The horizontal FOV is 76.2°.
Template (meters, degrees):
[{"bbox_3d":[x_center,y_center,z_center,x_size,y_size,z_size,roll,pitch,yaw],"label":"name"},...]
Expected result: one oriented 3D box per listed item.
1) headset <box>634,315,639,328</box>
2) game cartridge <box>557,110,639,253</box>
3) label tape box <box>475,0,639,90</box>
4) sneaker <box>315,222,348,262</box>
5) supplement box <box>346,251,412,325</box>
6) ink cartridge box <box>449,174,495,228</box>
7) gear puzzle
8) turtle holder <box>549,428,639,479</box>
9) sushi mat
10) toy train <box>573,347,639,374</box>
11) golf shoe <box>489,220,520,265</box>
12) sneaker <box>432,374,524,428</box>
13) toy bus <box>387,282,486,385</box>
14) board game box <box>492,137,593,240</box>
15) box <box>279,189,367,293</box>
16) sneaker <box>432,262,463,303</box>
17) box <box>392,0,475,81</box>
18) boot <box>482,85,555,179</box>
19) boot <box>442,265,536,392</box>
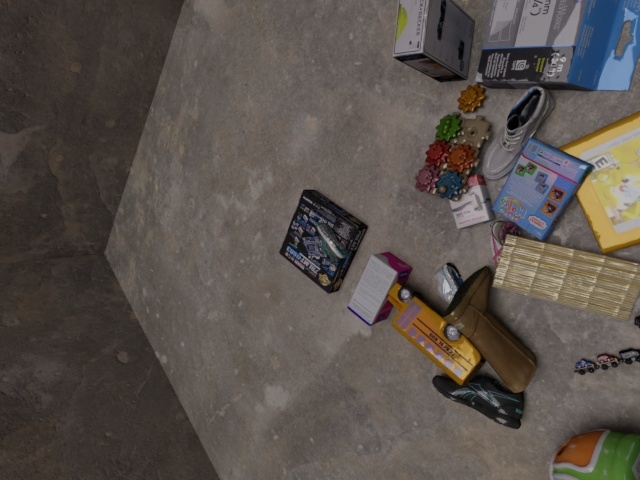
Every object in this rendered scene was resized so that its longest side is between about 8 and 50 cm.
[{"bbox_3d":[0.875,0.255,0.821,0.393,0.185,0.244,18,110,22],"label":"headset"},{"bbox_3d":[0.753,-0.155,0.911,0.323,0.052,0.286,-27,77,40],"label":"game cartridge"},{"bbox_3d":[0.579,-0.499,0.990,0.333,0.105,0.241,18,107,38],"label":"label tape box"},{"bbox_3d":[0.024,0.011,1.454,0.076,0.064,0.167,-49,64,36],"label":"sneaker"},{"bbox_3d":[0.198,0.161,1.376,0.113,0.111,0.220,35,116,32],"label":"supplement box"},{"bbox_3d":[0.434,-0.110,1.183,0.099,0.056,0.136,-19,81,39],"label":"ink cartridge box"},{"bbox_3d":[0.389,-0.289,1.175,0.175,0.044,0.339,28,100,46],"label":"gear puzzle"},{"bbox_3d":[0.695,0.590,0.946,0.320,0.243,0.227,43,148,-17],"label":"turtle holder"},{"bbox_3d":[0.611,0.090,1.026,0.316,0.019,0.152,15,111,25],"label":"sushi mat"},{"bbox_3d":[0.707,0.299,1.010,0.158,0.027,0.036,-33,69,37],"label":"toy train"},{"bbox_3d":[0.513,0.036,1.136,0.086,0.067,0.186,-145,46,-75],"label":"golf shoe"},{"bbox_3d":[0.464,0.449,1.207,0.267,0.101,0.106,15,82,39],"label":"sneaker"},{"bbox_3d":[0.336,0.272,1.238,0.332,0.108,0.130,39,97,34],"label":"toy bus"},{"bbox_3d":[0.558,-0.132,1.047,0.160,0.039,0.212,45,132,37],"label":"board game box"},{"bbox_3d":[0.000,0.000,1.554,0.295,0.073,0.294,36,117,31],"label":"box"},{"bbox_3d":[0.401,0.169,1.240,0.083,0.071,0.191,-38,62,43],"label":"sneaker"},{"bbox_3d":[0.310,-0.544,1.094,0.087,0.289,0.169,12,103,39],"label":"box"},{"bbox_3d":[0.498,-0.278,1.067,0.095,0.123,0.259,42,119,30],"label":"boot"},{"bbox_3d":[0.487,0.237,1.132,0.269,0.236,0.089,45,152,3],"label":"boot"}]
